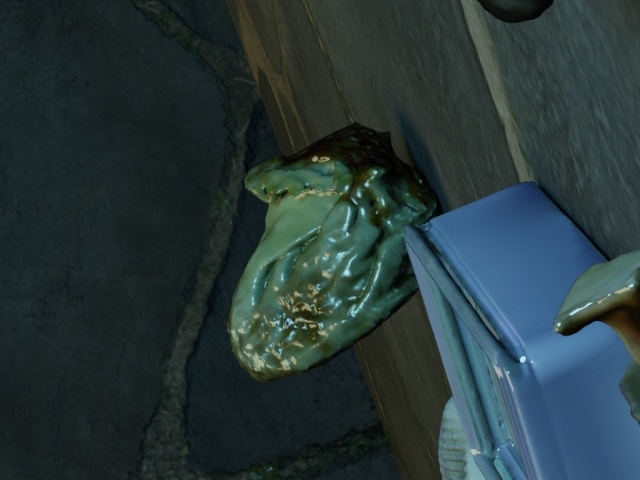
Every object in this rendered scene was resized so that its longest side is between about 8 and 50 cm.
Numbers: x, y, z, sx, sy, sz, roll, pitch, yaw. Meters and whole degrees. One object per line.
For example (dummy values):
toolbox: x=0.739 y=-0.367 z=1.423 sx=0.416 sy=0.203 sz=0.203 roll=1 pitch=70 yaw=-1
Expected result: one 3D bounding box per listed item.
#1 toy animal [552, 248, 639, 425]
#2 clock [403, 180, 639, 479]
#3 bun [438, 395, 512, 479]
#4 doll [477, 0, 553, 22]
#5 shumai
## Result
toy animal: x=0.134 y=0.069 z=0.515 sx=0.179 sy=0.089 sz=0.188 roll=57 pitch=173 yaw=-4
clock: x=0.109 y=0.071 z=0.915 sx=0.193 sy=0.073 sz=0.144 roll=-120 pitch=11 yaw=-68
bun: x=0.118 y=0.146 z=1.151 sx=0.141 sy=0.083 sz=0.141 roll=169 pitch=90 yaw=-83
doll: x=0.005 y=-0.177 z=0.595 sx=0.135 sy=0.143 sz=0.234 roll=63 pitch=-176 yaw=-62
shumai: x=-0.005 y=0.004 z=1.381 sx=0.142 sy=0.184 sz=0.184 roll=54 pitch=176 yaw=0
